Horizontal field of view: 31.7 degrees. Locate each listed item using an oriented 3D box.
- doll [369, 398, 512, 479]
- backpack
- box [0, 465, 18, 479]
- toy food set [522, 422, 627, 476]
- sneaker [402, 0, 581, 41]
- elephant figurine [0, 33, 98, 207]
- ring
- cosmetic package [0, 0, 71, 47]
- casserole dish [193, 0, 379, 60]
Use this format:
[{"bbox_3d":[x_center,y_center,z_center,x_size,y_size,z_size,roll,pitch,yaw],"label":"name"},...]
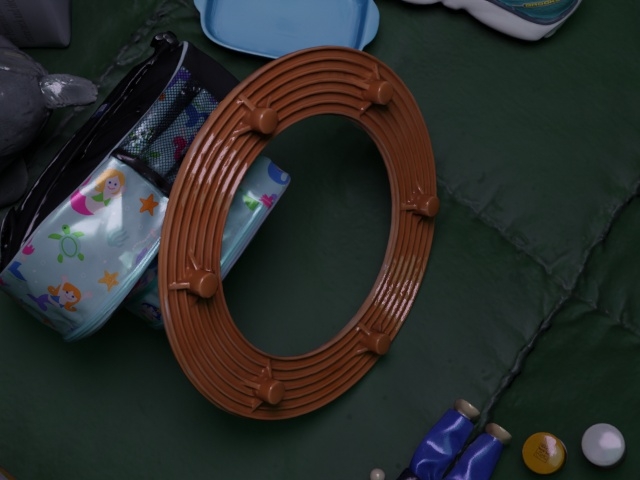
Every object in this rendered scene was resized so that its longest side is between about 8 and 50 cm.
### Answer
[{"bbox_3d":[0.105,0.246,1.053,0.129,0.046,0.189,38,78,5],"label":"doll"},{"bbox_3d":[-0.165,-0.024,0.994,0.191,0.225,0.253,45,67,-11],"label":"backpack"},{"bbox_3d":[-0.342,0.212,0.947,0.114,0.203,0.103,37,77,6],"label":"box"},{"bbox_3d":[0.295,0.263,1.056,0.111,0.104,0.232,-44,66,2],"label":"toy food set"},{"bbox_3d":[0.138,-0.299,1.132,0.275,0.110,0.107,17,60,-2],"label":"sneaker"},{"bbox_3d":[-0.346,-0.072,1.036,0.186,0.169,0.239,37,118,37],"label":"elephant figurine"},{"bbox_3d":[0.000,0.000,0.983,0.032,0.336,0.336,16,73,42],"label":"ring"},{"bbox_3d":[-0.441,-0.372,0.998,0.393,0.329,0.327,-2,80,-6],"label":"cosmetic package"},{"bbox_3d":[-0.035,-0.232,1.149,0.188,0.037,0.114,11,77,-3],"label":"casserole dish"}]
